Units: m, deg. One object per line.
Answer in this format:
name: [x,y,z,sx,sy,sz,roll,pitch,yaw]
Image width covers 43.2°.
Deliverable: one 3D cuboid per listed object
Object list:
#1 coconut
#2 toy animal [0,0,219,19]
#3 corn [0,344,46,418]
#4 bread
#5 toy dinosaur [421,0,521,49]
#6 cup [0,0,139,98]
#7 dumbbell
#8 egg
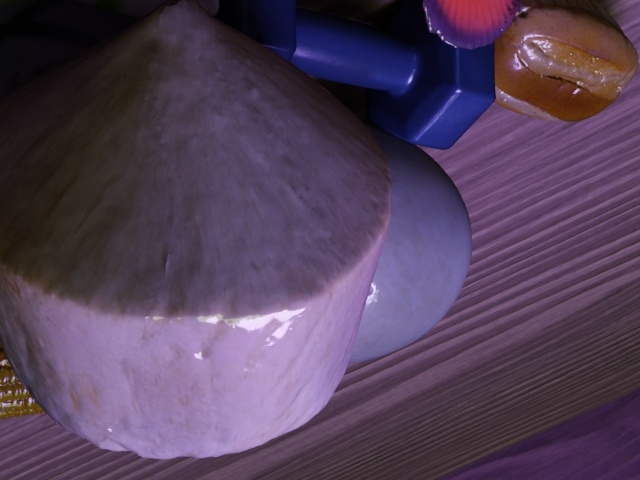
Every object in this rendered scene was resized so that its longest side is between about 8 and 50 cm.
coconut: [-0.096,-0.013,0.557,0.329,0.328,0.328,-16,148,-10]
toy animal: [-0.251,-0.223,0.511,0.363,0.181,0.180,-10,155,-17]
corn: [-0.422,0.174,1.050,0.345,0.131,0.131,-6,145,-25]
bread: [0.258,-0.209,0.913,0.236,0.106,0.140,8,140,-39]
toy dinosaur: [0.102,-0.246,0.728,0.286,0.070,0.138,-3,107,-26]
cup: [-0.283,-0.058,0.749,0.347,0.163,0.347,-17,148,-11]
dumbbell: [0.016,-0.181,0.766,0.325,0.159,0.144,5,170,-35]
egg: [0.000,0.000,0.903,0.336,0.278,0.278,6,139,-36]
